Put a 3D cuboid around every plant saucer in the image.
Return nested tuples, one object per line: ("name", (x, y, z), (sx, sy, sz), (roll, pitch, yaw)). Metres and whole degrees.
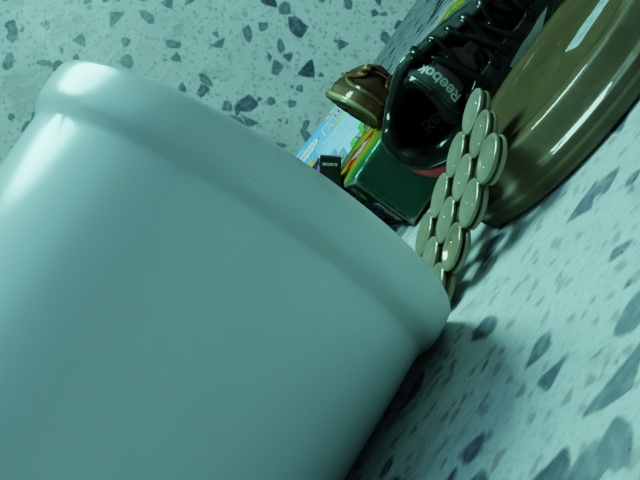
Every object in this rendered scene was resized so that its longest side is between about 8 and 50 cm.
("plant saucer", (0.194, -0.134, 0.891), (0.278, 0.041, 0.278), (-53, 7, 9))

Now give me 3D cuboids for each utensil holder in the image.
("utensil holder", (-0.142, 0.129, 0.793), (0.385, 0.327, 0.327), (-59, 8, -12))

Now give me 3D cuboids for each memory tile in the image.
("memory tile", (0.103, -0.030, 0.867), (0.113, 0.012, 0.148), (-94, 21, -59))

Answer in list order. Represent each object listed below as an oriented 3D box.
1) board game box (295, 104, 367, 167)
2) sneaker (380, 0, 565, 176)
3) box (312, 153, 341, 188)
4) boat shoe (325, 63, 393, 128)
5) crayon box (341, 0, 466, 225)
("board game box", (0.034, -0.110, 1.502), (0.160, 0.039, 0.211), (-51, 25, 19))
("sneaker", (0.143, -0.166, 1.043), (0.276, 0.097, 0.135), (-54, -13, 23))
("box", (0.000, 0.000, 1.261), (0.116, 0.029, 0.162), (131, 139, -75))
("boat shoe", (0.047, -0.161, 1.241), (0.060, 0.064, 0.178), (-56, 4, 9))
("crayon box", (0.137, -0.167, 1.263), (0.318, 0.081, 0.202), (-55, 6, -5))
